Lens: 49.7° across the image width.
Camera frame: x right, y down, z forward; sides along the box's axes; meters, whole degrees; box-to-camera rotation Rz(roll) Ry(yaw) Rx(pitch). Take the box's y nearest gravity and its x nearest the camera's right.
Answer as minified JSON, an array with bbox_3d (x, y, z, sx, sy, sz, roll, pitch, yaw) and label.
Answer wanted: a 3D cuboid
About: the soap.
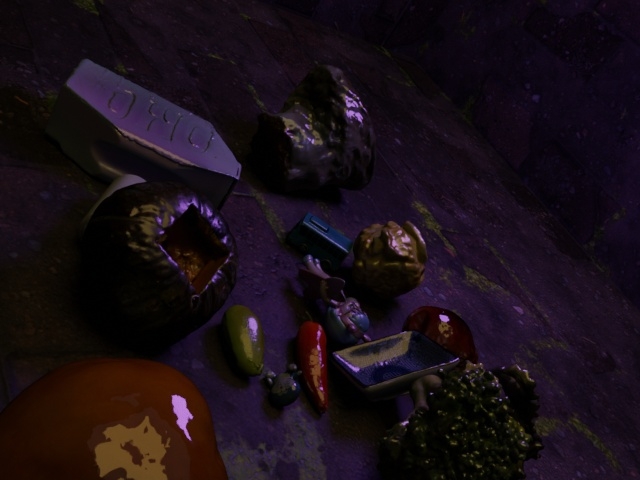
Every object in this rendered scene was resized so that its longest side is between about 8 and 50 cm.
[{"bbox_3d":[-0.415,-0.234,1.670,0.446,0.156,0.261,27,31,-17],"label":"soap"}]

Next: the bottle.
[{"bbox_3d":[-0.428,-0.041,1.435,0.104,0.104,0.245,29,31,-12],"label":"bottle"}]

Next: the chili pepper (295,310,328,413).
[{"bbox_3d":[-0.017,0.249,1.492,0.071,0.063,0.272,11,40,-16],"label":"chili pepper"}]

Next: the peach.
[{"bbox_3d":[-0.280,0.320,0.877,0.301,0.343,0.343,-10,49,-23],"label":"peach"}]

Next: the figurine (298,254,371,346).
[{"bbox_3d":[0.032,0.151,1.661,0.260,0.102,0.205,55,-1,33],"label":"figurine"}]

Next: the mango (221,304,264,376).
[{"bbox_3d":[-0.151,0.201,1.405,0.091,0.074,0.165,11,38,-39],"label":"mango"}]

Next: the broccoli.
[{"bbox_3d":[0.275,0.377,1.335,0.334,0.324,0.272,30,46,-30],"label":"broccoli"}]

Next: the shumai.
[{"bbox_3d":[-0.038,-0.288,2.030,0.323,0.398,0.324,-28,42,-25],"label":"shumai"}]

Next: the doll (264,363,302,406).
[{"bbox_3d":[-0.068,0.290,1.378,0.050,0.076,0.083,61,10,-30],"label":"doll"}]

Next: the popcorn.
[{"bbox_3d":[0.188,0.049,1.802,0.216,0.235,0.181,7,49,-6],"label":"popcorn"}]

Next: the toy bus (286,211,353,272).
[{"bbox_3d":[0.000,0.000,1.822,0.160,0.092,0.079,34,29,-3],"label":"toy bus"}]

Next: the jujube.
[{"bbox_3d":[0.304,0.257,1.718,0.236,0.168,0.168,35,25,-38],"label":"jujube"}]

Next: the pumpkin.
[{"bbox_3d":[-0.298,0.032,1.314,0.320,0.192,0.321,24,58,-45],"label":"pumpkin"}]

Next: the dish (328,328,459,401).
[{"bbox_3d":[0.160,0.287,1.527,0.243,0.080,0.182,-12,20,-23],"label":"dish"}]
